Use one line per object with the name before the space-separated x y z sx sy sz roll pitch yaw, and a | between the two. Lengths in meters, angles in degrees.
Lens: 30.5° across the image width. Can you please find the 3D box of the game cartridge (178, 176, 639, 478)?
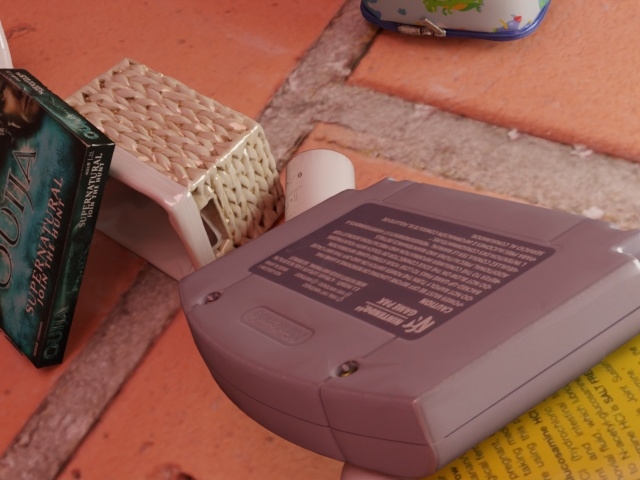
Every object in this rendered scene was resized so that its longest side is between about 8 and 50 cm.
game cartridge | 0.036 0.038 0.673 0.196 0.060 0.294 -25 20 -22

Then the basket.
basket | -0.121 -0.054 0.898 0.167 0.113 0.103 28 63 31

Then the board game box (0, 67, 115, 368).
board game box | -0.214 -0.017 0.864 0.026 0.186 0.126 -9 36 -45

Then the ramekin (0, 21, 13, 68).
ramekin | -0.371 -0.139 0.934 0.135 0.277 0.277 -12 51 15

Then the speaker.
speaker | 0.000 0.000 0.860 0.055 0.055 0.136 -8 51 9

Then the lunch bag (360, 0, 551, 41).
lunch bag | 0.134 -0.270 1.012 0.176 0.090 0.219 9 56 22

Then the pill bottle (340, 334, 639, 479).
pill bottle | 0.130 0.159 0.617 0.334 0.188 0.188 -21 51 -3
